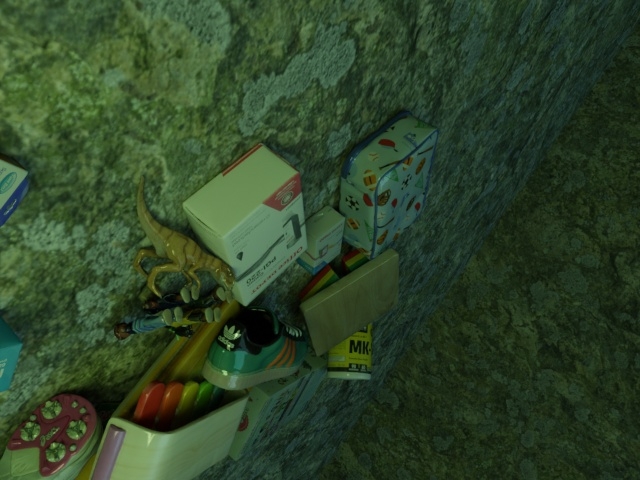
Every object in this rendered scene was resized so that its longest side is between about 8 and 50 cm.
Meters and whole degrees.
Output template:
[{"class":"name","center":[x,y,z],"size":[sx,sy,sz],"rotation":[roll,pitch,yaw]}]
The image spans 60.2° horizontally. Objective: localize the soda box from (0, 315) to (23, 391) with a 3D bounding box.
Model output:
[{"class":"soda box","center":[-0.411,0.130,0.531],"size":[0.210,0.067,0.071],"rotation":[-10,133,-59]}]

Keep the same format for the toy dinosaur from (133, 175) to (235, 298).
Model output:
[{"class":"toy dinosaur","center":[-0.207,0.008,0.750],"size":[0.112,0.064,0.211],"rotation":[-45,128,0]}]

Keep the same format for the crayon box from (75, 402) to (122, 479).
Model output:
[{"class":"crayon box","center":[-0.400,0.433,0.973],"size":[0.318,0.081,0.202],"rotation":[-53,157,-1]}]

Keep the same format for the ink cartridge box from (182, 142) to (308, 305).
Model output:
[{"class":"ink cartridge box","center":[-0.107,-0.017,0.866],"size":[0.158,0.092,0.218],"rotation":[-43,157,-22]}]

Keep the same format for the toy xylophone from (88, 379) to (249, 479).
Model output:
[{"class":"toy xylophone","center":[-0.226,0.333,0.874],"size":[0.236,0.081,0.323],"rotation":[-68,160,-2]}]

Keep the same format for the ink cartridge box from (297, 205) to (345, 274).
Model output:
[{"class":"ink cartridge box","center":[0.000,0.000,1.144],"size":[0.088,0.052,0.122],"rotation":[-39,152,-29]}]

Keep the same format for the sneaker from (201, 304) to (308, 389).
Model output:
[{"class":"sneaker","center":[-0.092,0.180,1.017],"size":[0.302,0.108,0.121],"rotation":[-2,117,-67]}]

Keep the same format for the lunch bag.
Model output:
[{"class":"lunch bag","center":[0.147,-0.113,1.188],"size":[0.243,0.115,0.303],"rotation":[-43,155,-28]}]

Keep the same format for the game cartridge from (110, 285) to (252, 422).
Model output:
[{"class":"game cartridge","center":[-0.220,0.281,1.015],"size":[0.285,0.053,0.323],"rotation":[-54,154,-33]}]

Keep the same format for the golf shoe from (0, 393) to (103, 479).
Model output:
[{"class":"golf shoe","center":[-0.431,0.359,0.774],"size":[0.306,0.115,0.140],"rotation":[-41,158,-24]}]

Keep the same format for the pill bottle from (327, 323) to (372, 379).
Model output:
[{"class":"pill bottle","center":[0.080,0.267,1.488],"size":[0.119,0.119,0.208],"rotation":[45,45,-67]}]

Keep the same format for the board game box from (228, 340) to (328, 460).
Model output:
[{"class":"board game box","center":[-0.118,0.410,1.457],"size":[0.303,0.098,0.224],"rotation":[-14,135,-59]}]

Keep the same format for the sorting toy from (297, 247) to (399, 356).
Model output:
[{"class":"sorting toy","center":[0.062,0.134,1.344],"size":[0.256,0.089,0.257],"rotation":[-31,148,-13]}]

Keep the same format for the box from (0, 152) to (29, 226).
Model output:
[{"class":"box","center":[-0.326,-0.052,0.483],"size":[0.081,0.028,0.136],"rotation":[-53,160,-1]}]

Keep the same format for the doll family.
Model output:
[{"class":"doll family","center":[-0.225,0.111,0.836],"size":[0.193,0.111,0.076],"rotation":[20,61,-60]}]

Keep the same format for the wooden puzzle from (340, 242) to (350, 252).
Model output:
[{"class":"wooden puzzle","center":[0.058,0.009,1.325],"size":[0.083,0.006,0.049],"rotation":[-12,134,-57]}]
